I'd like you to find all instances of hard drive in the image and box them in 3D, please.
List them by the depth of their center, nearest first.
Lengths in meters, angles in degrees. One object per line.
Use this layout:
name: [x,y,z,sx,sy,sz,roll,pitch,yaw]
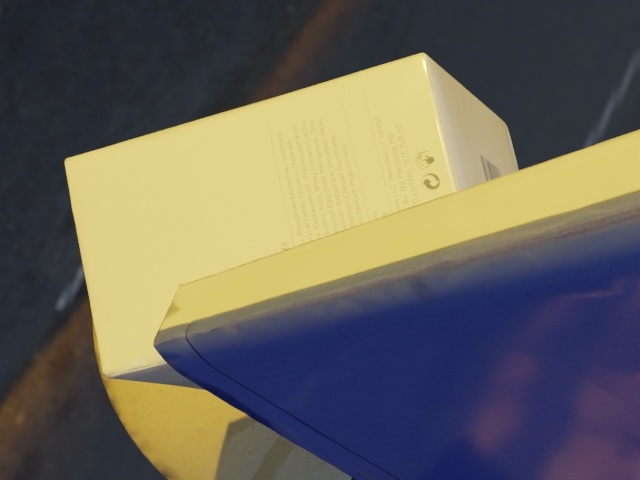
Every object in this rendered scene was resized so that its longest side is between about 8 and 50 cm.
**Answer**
hard drive: [0.099,0.056,0.647,0.319,0.210,0.040,-18,-137,59]

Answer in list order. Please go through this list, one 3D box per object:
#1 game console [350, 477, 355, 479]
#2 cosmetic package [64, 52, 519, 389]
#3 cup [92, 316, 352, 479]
game console: [0.082,0.170,1.319,0.173,0.250,0.293,5,113,-45]
cosmetic package: [0.000,0.000,1.138,0.224,0.225,0.138,23,52,-71]
cup: [0.003,0.055,1.627,0.237,0.331,0.331,-38,-168,48]
